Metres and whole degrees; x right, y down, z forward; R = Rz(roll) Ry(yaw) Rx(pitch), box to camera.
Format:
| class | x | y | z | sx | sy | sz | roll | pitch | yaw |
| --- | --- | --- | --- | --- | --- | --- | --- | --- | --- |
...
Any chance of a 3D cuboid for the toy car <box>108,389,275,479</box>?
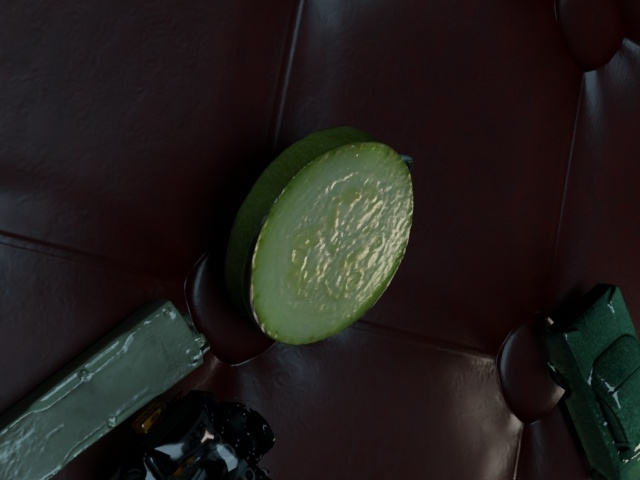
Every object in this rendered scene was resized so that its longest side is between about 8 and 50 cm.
| class | x | y | z | sx | sy | sz | roll | pitch | yaw |
| --- | --- | --- | --- | --- | --- | --- | --- | --- | --- |
| toy car | -0.107 | 0.297 | 1.308 | 0.193 | 0.118 | 0.301 | -45 | 116 | -39 |

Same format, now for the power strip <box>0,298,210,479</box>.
| class | x | y | z | sx | sy | sz | roll | pitch | yaw |
| --- | --- | --- | --- | --- | --- | --- | --- | --- | --- |
| power strip | -0.235 | 0.161 | 1.247 | 0.286 | 0.048 | 0.080 | -39 | 111 | -31 |

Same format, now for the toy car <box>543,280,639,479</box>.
| class | x | y | z | sx | sy | sz | roll | pitch | yaw |
| --- | --- | --- | --- | --- | --- | --- | --- | --- | --- |
| toy car | 0.413 | 0.229 | 1.733 | 0.141 | 0.097 | 0.321 | -36 | 112 | -32 |

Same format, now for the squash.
| class | x | y | z | sx | sy | sz | roll | pitch | yaw |
| --- | --- | --- | --- | --- | --- | --- | --- | --- | --- |
| squash | 0.000 | 0.000 | 1.382 | 0.252 | 0.049 | 0.252 | -27 | 132 | -33 |

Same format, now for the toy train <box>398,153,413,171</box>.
| class | x | y | z | sx | sy | sz | roll | pitch | yaw |
| --- | --- | --- | --- | --- | --- | --- | --- | --- | --- |
| toy train | 0.031 | -0.053 | 1.457 | 0.252 | 0.048 | 0.055 | -27 | 110 | -35 |
